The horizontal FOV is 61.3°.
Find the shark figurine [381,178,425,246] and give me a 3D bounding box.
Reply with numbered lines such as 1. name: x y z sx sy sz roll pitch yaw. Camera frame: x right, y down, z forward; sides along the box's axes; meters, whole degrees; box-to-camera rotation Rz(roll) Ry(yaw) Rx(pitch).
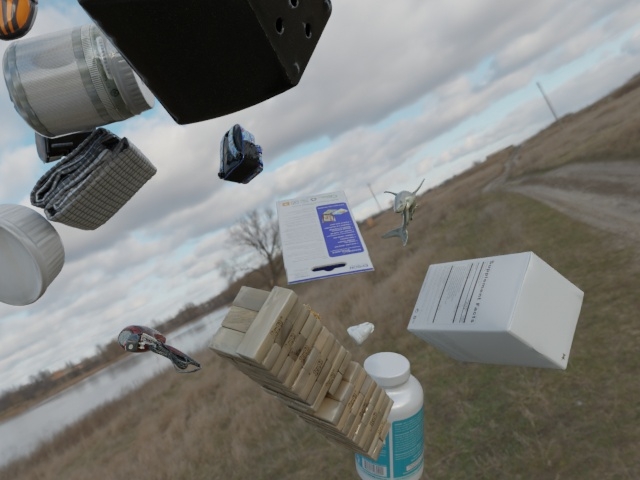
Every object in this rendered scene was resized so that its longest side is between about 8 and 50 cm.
1. shark figurine: 0.245 -0.107 1.690 0.166 0.116 0.278 -61 -17 -18

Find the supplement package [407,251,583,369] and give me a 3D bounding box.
1. supplement package: 0.364 0.152 1.151 0.293 0.177 0.175 -14 47 59

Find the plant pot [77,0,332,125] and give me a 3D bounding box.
1. plant pot: -0.098 -0.250 0.573 0.167 0.187 0.188 8 63 29

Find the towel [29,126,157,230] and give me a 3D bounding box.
1. towel: -0.605 -0.165 1.452 0.283 0.121 0.235 -47 -8 -4

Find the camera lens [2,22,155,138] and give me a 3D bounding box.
1. camera lens: -0.546 -0.365 1.228 0.274 0.219 0.219 -15 -2 -2

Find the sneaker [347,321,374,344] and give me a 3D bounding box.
1. sneaker: 0.160 0.345 2.038 0.094 0.080 0.212 -40 -3 -6

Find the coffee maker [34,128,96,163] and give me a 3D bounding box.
1. coffee maker: -0.873 -0.357 1.849 0.120 0.171 0.178 -2 10 42

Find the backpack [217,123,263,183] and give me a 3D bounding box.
1. backpack: -0.273 -0.298 1.831 0.117 0.173 0.158 12 -34 -37

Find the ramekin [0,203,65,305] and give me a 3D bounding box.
1. ramekin: -0.797 0.028 1.403 0.273 0.273 0.127 -29 17 30

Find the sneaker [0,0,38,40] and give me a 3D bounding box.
1. sneaker: -0.615 -0.535 0.963 0.125 0.321 0.180 -14 -4 -4

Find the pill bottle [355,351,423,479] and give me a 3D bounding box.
1. pill bottle: 0.141 0.369 1.118 0.146 0.264 0.146 -3 20 1

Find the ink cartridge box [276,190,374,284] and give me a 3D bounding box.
1. ink cartridge box: 0.000 0.000 1.217 0.176 0.069 0.371 -9 29 -3

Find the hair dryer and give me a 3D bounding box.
1. hair dryer: -0.467 0.314 1.532 0.080 0.224 0.293 -60 21 -5

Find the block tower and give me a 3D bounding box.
1. block tower: -0.010 0.182 0.716 0.097 0.335 0.091 8 58 37

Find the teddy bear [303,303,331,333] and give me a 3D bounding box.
1. teddy bear: -0.030 0.340 1.516 0.113 0.338 0.245 8 -34 -39
